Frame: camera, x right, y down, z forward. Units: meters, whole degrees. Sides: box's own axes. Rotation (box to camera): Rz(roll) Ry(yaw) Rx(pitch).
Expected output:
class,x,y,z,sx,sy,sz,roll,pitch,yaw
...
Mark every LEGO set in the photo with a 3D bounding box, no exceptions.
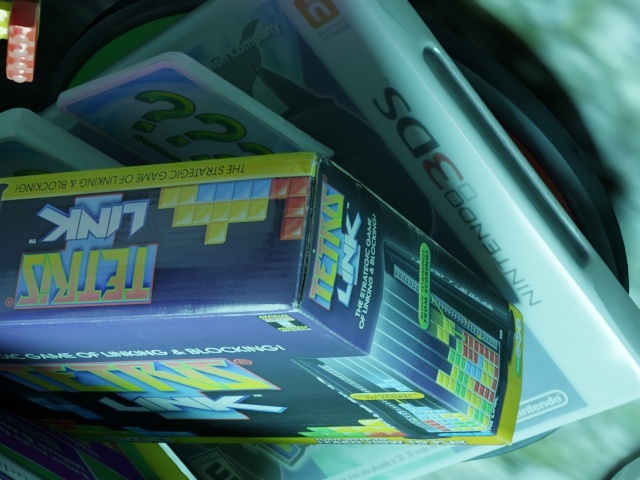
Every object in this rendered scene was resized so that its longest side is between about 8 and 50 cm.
class,x,y,z,sx,sy,sz,roll,pitch,yaw
LEGO set,-0.140,-0.034,0.499,0.182,0.060,0.244,-15,148,34

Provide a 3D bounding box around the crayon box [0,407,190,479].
class,x,y,z,sx,sy,sz,roll,pitch,yaw
crayon box,-0.182,0.072,0.579,0.363,0.106,0.313,34,180,-28

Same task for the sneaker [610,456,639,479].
class,x,y,z,sx,sy,sz,roll,pitch,yaw
sneaker,0.157,0.143,0.610,0.105,0.147,0.296,33,140,-6

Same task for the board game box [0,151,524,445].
class,x,y,z,sx,sy,sz,roll,pitch,yaw
board game box,-0.043,0.025,0.527,0.170,0.048,0.141,-4,160,30

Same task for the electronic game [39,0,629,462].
class,x,y,z,sx,sy,sz,roll,pitch,yaw
electronic game,0.000,0.000,0.632,0.229,0.048,0.229,16,137,16

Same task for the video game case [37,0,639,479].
class,x,y,z,sx,sy,sz,roll,pitch,yaw
video game case,-0.011,0.009,0.594,0.201,0.023,0.183,-27,109,40
